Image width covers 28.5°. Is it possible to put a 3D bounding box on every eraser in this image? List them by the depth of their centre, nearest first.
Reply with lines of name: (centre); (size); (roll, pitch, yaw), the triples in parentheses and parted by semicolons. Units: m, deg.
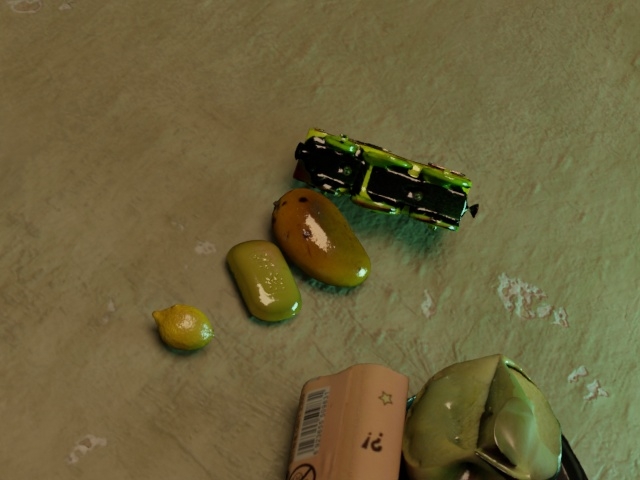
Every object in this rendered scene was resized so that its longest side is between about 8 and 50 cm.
eraser: (0.020, 0.310, 1.635); (0.087, 0.171, 0.290); (41, 42, -32)

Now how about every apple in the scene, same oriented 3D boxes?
apple: (0.212, 0.265, 1.659); (0.207, 0.174, 0.188); (3, 34, 12)

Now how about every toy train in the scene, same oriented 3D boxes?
toy train: (0.100, -0.094, 1.979); (0.296, 0.100, 0.160); (19, 7, -4)

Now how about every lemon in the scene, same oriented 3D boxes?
lemon: (-0.191, 0.120, 1.749); (0.092, 0.065, 0.065); (23, 50, -12)

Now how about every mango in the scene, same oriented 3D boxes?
mango: (-0.003, 0.000, 1.903); (0.115, 0.090, 0.178); (-25, 76, -42)

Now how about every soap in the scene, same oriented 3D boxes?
soap: (-0.082, 0.057, 1.853); (0.089, 0.045, 0.140); (-9, 60, -32)

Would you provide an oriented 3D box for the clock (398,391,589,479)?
clock: (0.222, 0.351, 1.753); (0.325, 0.067, 0.325); (11, 53, -15)
